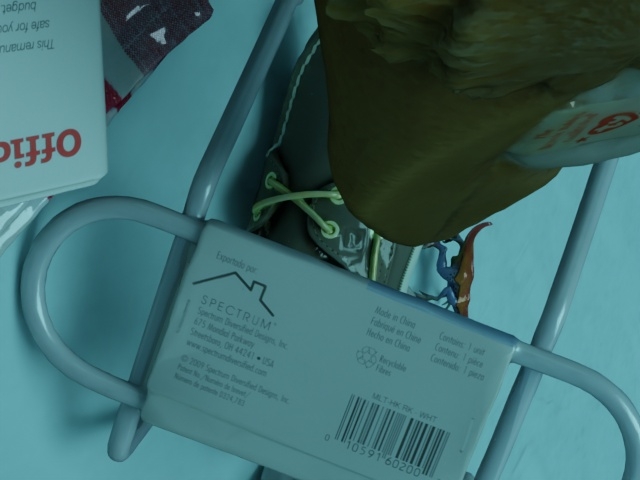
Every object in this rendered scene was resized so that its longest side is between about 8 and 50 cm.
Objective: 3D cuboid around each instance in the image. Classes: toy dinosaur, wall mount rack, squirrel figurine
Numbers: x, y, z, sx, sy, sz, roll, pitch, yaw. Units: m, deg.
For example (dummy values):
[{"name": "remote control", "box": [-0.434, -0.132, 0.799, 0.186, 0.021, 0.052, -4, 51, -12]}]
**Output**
[{"name": "toy dinosaur", "box": [0.105, 0.038, 1.032, 0.047, 0.090, 0.082, -14, 82, -35]}, {"name": "wall mount rack", "box": [0.027, 0.016, 0.732, 0.130, 0.350, 0.304, -56, 167, -76]}, {"name": "squirrel figurine", "box": [0.060, -0.225, 0.541, 0.397, 0.281, 0.370, 15, 58, -64]}]

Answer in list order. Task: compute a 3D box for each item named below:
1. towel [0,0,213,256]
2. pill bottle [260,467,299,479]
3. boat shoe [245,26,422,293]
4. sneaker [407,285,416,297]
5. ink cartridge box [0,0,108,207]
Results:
[{"name": "towel", "box": [-0.191, -0.089, 0.602, 0.329, 0.037, 0.237, -56, 139, -26]}, {"name": "pill bottle", "box": [0.025, 0.218, 0.956, 0.094, 0.094, 0.169, -52, 138, -29]}, {"name": "boat shoe", "box": [0.004, 0.001, 0.839, 0.091, 0.109, 0.305, -20, 121, -55]}, {"name": "sneaker", "box": [0.040, 0.093, 0.983, 0.051, 0.070, 0.134, 41, 39, -43]}, {"name": "ink cartridge box", "box": [-0.169, -0.114, 0.523, 0.148, 0.086, 0.203, -18, 114, -48]}]
